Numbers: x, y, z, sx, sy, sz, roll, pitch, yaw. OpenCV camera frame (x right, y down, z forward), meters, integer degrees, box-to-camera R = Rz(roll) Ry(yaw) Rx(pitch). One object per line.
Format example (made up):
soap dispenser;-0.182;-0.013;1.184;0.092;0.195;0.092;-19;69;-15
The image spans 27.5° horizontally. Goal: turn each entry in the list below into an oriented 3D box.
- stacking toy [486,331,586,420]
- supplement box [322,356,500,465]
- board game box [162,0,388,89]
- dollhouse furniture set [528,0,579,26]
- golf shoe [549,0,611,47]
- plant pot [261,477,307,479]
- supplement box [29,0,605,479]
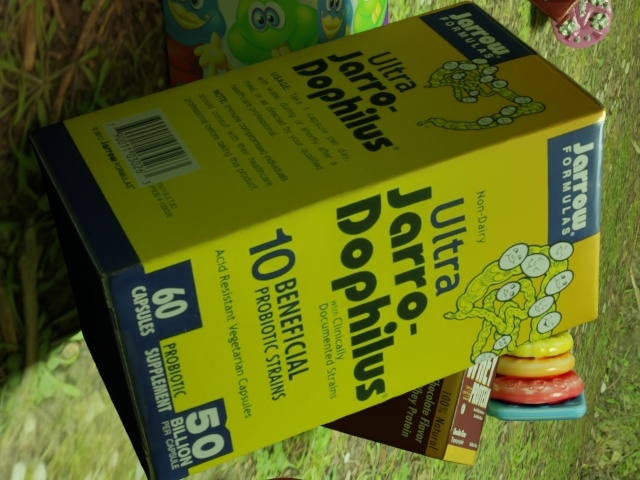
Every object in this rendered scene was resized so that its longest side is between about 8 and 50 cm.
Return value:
stacking toy;0.350;0.142;2.161;0.175;0.165;0.302;-43;131;-78
supplement box;0.086;0.130;1.442;0.129;0.194;0.191;31;73;-66
board game box;-0.036;-0.238;1.037;0.142;0.144;0.275;-47;142;-51
dollhouse furniture set;0.352;-0.489;1.643;0.374;0.152;0.201;-49;153;-3
golf shoe;0.388;-0.456;2.010;0.140;0.115;0.306;-92;-176;-74
plant pot;-0.032;0.345;1.281;0.191;0.191;0.174;-54;145;-44
supplement box;0.002;-0.008;0.943;0.356;0.195;0.194;-19;129;-16
